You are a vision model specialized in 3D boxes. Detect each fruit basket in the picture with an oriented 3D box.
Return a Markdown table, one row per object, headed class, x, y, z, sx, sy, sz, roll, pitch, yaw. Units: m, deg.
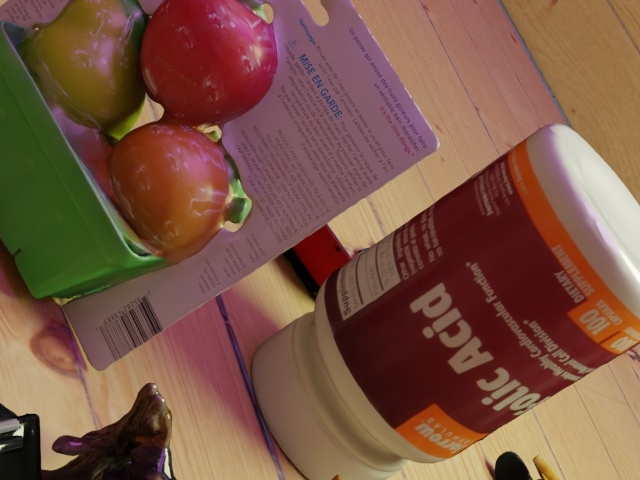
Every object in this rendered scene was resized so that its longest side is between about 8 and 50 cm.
| class | x | y | z | sx | sy | sz | roll | pitch | yaw |
| --- | --- | --- | --- | --- | --- | --- | --- | --- | --- |
| fruit basket | -0.125 | -0.115 | 1.103 | 0.327 | 0.353 | 0.165 | 58 | 7 | 10 |

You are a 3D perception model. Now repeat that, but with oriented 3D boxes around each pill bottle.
| class | x | y | z | sx | sy | sz | roll | pitch | yaw |
| --- | --- | --- | --- | --- | --- | --- | --- | --- | --- |
| pill bottle | 0.135 | 0.081 | 1.289 | 0.224 | 0.392 | 0.224 | 43 | 24 | -25 |

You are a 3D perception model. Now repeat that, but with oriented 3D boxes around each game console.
| class | x | y | z | sx | sy | sz | roll | pitch | yaw |
| --- | --- | --- | --- | --- | --- | --- | --- | --- | --- |
| game console | 0.000 | 0.000 | 1.544 | 0.144 | 0.085 | 0.124 | 55 | 22 | 0 |

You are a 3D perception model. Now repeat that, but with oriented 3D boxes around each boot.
| class | x | y | z | sx | sy | sz | roll | pitch | yaw |
| --- | --- | --- | --- | --- | --- | --- | --- | --- | --- |
| boot | 0.276 | 0.327 | 1.692 | 0.099 | 0.045 | 0.121 | 3 | 58 | -64 |

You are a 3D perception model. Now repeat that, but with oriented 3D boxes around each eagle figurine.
| class | x | y | z | sx | sy | sz | roll | pitch | yaw |
| --- | --- | --- | --- | --- | --- | --- | --- | --- | --- |
| eagle figurine | -0.063 | 0.242 | 0.871 | 0.298 | 0.225 | 0.226 | 61 | 26 | 9 |

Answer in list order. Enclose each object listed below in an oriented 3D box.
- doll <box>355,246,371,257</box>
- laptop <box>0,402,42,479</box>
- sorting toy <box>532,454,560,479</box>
| class | x | y | z | sx | sy | sz | roll | pitch | yaw |
| --- | --- | --- | --- | --- | --- | --- | --- | --- | --- |
| doll | 0.100 | 0.057 | 1.720 | 0.129 | 0.046 | 0.189 | 36 | 21 | -20 |
| laptop | -0.329 | 0.164 | 0.642 | 0.382 | 0.236 | 0.408 | 6 | 80 | -73 |
| sorting toy | 0.347 | 0.400 | 1.550 | 0.348 | 0.047 | 0.196 | 50 | -5 | 49 |
